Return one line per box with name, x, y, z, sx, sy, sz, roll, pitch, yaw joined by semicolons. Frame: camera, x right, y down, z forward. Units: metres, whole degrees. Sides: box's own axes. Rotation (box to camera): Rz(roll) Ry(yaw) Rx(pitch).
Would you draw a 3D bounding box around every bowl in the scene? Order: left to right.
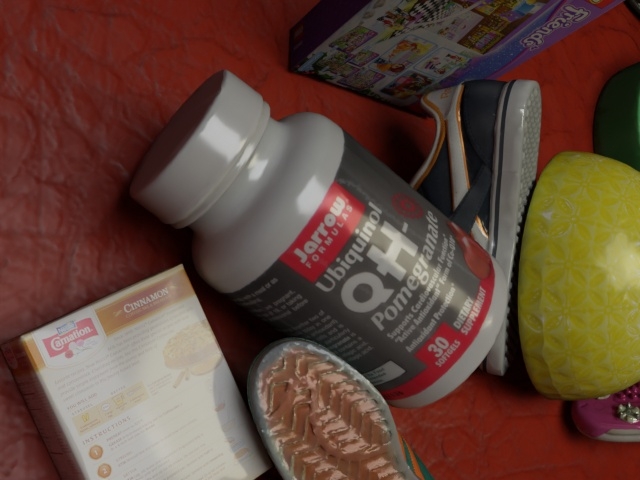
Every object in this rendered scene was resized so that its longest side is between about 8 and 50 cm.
bowl;0.343;0.044;0.887;0.289;0.156;0.290;-7;98;-56

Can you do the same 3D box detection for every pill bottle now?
pill bottle;0.000;0.000;0.703;0.318;0.176;0.176;37;60;-23

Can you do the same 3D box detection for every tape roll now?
tape roll;0.535;-0.117;1.178;0.321;0.077;0.321;10;72;-34

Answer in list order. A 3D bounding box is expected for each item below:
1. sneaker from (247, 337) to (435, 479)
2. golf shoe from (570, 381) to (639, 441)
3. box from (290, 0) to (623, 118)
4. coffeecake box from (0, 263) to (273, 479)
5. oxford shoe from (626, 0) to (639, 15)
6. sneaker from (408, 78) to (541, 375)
sneaker;0.028;0.200;0.713;0.108;0.121;0.302;-41;109;-12
golf shoe;0.449;0.220;1.011;0.306;0.115;0.140;-8;124;-18
box;0.131;-0.227;0.779;0.200;0.293;0.057;13;65;-33
coffeecake box;-0.143;0.133;0.635;0.142;0.068;0.186;-26;94;-37
oxford shoe;0.509;-0.419;1.223;0.227;0.096;0.083;48;54;-18
sneaker;0.164;-0.014;0.868;0.126;0.127;0.321;-29;123;-60
